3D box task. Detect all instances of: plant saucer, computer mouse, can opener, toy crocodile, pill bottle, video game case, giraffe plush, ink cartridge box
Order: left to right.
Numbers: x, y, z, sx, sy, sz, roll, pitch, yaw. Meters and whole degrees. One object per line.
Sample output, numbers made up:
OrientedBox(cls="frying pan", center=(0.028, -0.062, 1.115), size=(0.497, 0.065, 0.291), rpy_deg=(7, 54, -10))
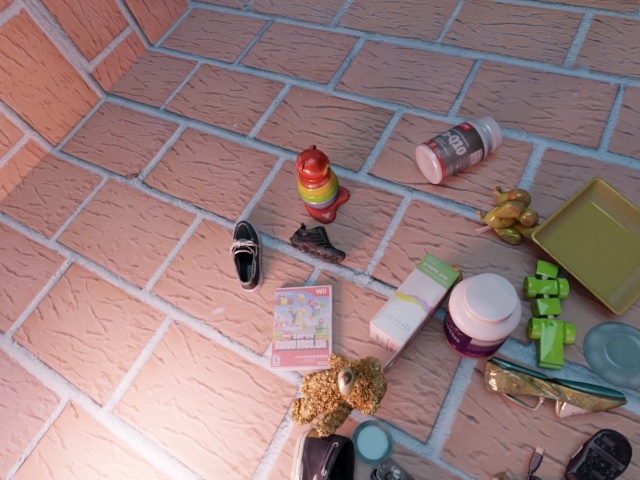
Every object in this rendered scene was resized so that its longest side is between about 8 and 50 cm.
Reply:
OrientedBox(cls="video game case", center=(-0.059, 0.292, 1.396), size=(0.204, 0.025, 0.284), rpy_deg=(-4, 61, 10))
OrientedBox(cls="plant saucer", center=(0.150, 0.583, 1.195), size=(0.120, 0.021, 0.119), rpy_deg=(-5, 62, 10))
OrientedBox(cls="ink cartridge box", center=(0.258, 0.229, 1.257), size=(0.119, 0.207, 0.353), rpy_deg=(37, 74, 21))
OrientedBox(cls="can opener", center=(0.261, 0.700, 1.092), size=(0.284, 0.095, 0.076), rpy_deg=(36, 35, 21))
OrientedBox(cls="pill bottle", center=(0.516, -0.343, 1.544), size=(0.284, 0.161, 0.161), rpy_deg=(-28, 60, -4))
OrientedBox(cls="pill bottle", center=(0.448, 0.212, 1.162), size=(0.182, 0.322, 0.181), rpy_deg=(-5, 61, 9))
OrientedBox(cls="giraffe plush", center=(0.650, -0.103, 1.408), size=(0.210, 0.181, 0.170), rpy_deg=(-2, 43, 50))
OrientedBox(cls="toy crocodile", center=(0.682, 0.215, 1.250), size=(0.115, 0.105, 0.339), rpy_deg=(1, 67, 12))
OrientedBox(cls="computer mouse", center=(0.657, 0.580, 1.074), size=(0.184, 0.060, 0.261), rpy_deg=(32, 84, 21))
OrientedBox(cls="plant saucer", center=(0.875, 0.016, 1.293), size=(0.333, 0.081, 0.332), rpy_deg=(-38, 72, -12))
OrientedBox(cls="plant saucer", center=(0.866, 0.321, 1.182), size=(0.195, 0.037, 0.194), rpy_deg=(-5, 62, 9))

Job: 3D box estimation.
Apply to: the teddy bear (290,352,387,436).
OrientedBox(cls="teddy bear", center=(0.029, 0.420, 1.167), size=(0.113, 0.338, 0.245), rpy_deg=(49, 60, -12))

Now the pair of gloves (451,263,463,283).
OrientedBox(cls="pair of gloves", center=(0.434, 0.121, 1.395), size=(0.084, 0.010, 0.074), rpy_deg=(-11, 61, 9))

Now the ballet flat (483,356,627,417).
OrientedBox(cls="ballet flat", center=(0.632, 0.422, 1.143), size=(0.349, 0.123, 0.123), rpy_deg=(12, 65, 17))

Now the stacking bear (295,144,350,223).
OrientedBox(cls="stacking bear", center=(-0.011, -0.219, 1.511), size=(0.164, 0.289, 0.175), rpy_deg=(26, 70, 23))

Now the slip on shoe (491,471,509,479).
OrientedBox(cls="slip on shoe", center=(0.501, 0.667, 1.063), size=(0.041, 0.051, 0.135), rpy_deg=(-33, 53, -4))

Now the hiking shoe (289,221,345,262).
OrientedBox(cls="hiking shoe", center=(0.000, 0.000, 1.507), size=(0.227, 0.086, 0.114), rpy_deg=(22, 72, 22))

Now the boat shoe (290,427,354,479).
OrientedBox(cls="boat shoe", center=(0.010, 0.741, 1.040), size=(0.156, 0.187, 0.499), rpy_deg=(-14, 53, 27))

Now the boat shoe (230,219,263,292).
OrientedBox(cls="boat shoe", center=(-0.282, 0.040, 1.533), size=(0.113, 0.105, 0.305), rpy_deg=(-10, 60, 6))
